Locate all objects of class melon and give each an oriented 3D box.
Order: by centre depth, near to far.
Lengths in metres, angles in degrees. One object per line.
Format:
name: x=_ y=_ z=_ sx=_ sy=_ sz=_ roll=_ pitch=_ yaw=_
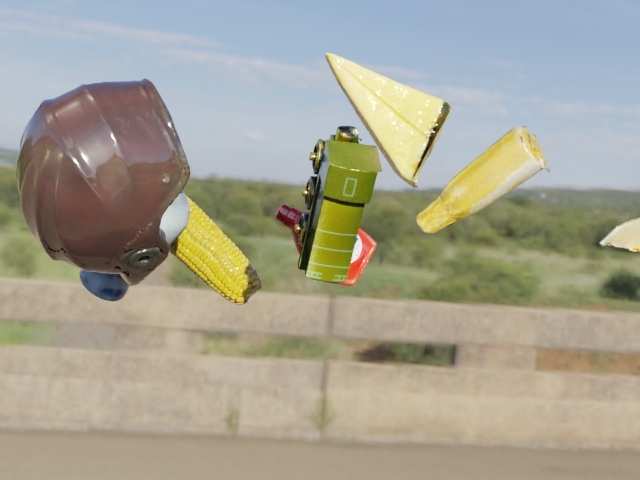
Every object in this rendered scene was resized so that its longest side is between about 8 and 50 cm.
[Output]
melon: x=0.632 y=-0.009 z=2.211 sx=0.182 sy=0.098 sz=0.054 roll=14 pitch=-26 yaw=35

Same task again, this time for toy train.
toy train: x=0.021 y=-0.042 z=1.604 sx=0.090 sy=0.226 sz=0.137 roll=7 pitch=30 yaw=-9

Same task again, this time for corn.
corn: x=-0.232 y=-0.003 z=2.150 sx=0.305 sy=0.106 sz=0.106 roll=42 pitch=1 yaw=-2

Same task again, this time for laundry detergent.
laundry detergent: x=0.000 y=0.000 z=1.830 sx=0.165 sy=0.097 sz=0.049 roll=30 pitch=-17 yaw=6

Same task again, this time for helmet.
helmet: x=-0.304 y=-0.070 z=1.506 sx=0.177 sy=0.305 sz=0.225 roll=-4 pitch=42 yaw=-37

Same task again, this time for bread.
bread: x=0.101 y=-0.225 z=2.205 sx=0.264 sy=0.163 sz=0.167 roll=25 pitch=-1 yaw=8

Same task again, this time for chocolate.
chocolate: x=0.239 y=-0.085 z=1.772 sx=0.219 sy=0.086 sz=0.085 roll=-36 pitch=-18 yaw=24

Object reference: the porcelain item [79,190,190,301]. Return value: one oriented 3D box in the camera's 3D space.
porcelain item: x=-0.312 y=-0.018 z=1.948 sx=0.141 sy=0.259 sz=0.141 roll=27 pitch=26 yaw=-14
